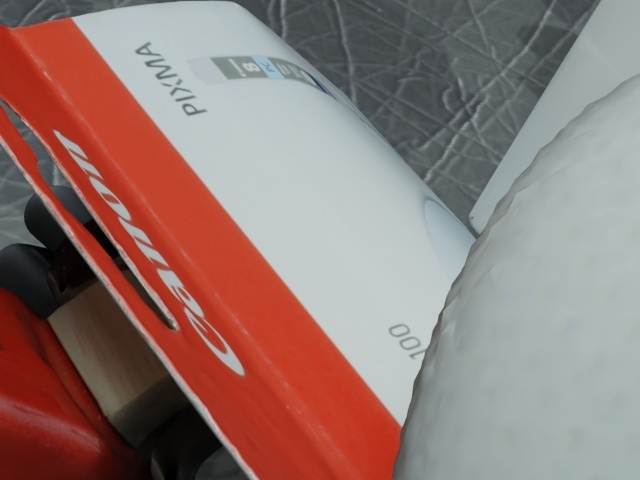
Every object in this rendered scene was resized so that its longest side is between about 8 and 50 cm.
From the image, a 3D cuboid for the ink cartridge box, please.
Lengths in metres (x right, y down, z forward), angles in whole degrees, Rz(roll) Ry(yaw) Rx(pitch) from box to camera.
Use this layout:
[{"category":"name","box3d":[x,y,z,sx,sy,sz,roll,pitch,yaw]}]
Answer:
[{"category":"ink cartridge box","box3d":[0.000,0.000,0.718,0.308,0.091,0.385,51,7,26]}]

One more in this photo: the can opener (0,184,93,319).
[{"category":"can opener","box3d":[-0.044,0.076,0.846,0.283,0.076,0.095,39,14,25]}]

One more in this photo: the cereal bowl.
[{"category":"cereal bowl","box3d":[0.121,0.095,0.552,0.141,0.339,0.339,7,32,35]}]

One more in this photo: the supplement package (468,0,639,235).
[{"category":"supplement package","box3d":[0.264,-0.021,0.885,0.262,0.198,0.199,0,40,-43]}]

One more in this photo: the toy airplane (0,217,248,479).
[{"category":"toy airplane","box3d":[-0.227,0.079,0.615,0.384,0.272,0.386,40,15,-3]}]
